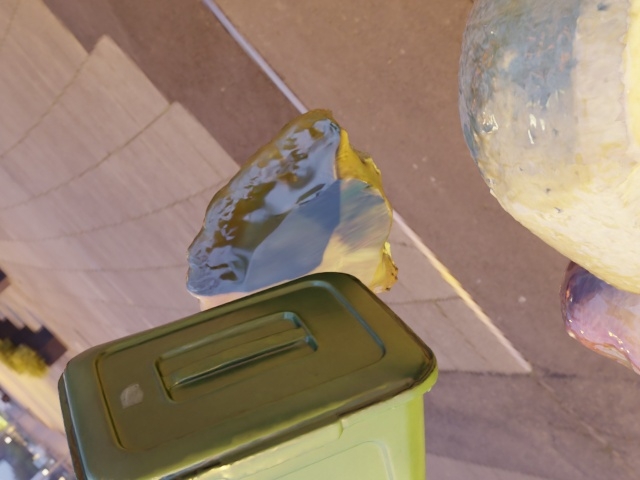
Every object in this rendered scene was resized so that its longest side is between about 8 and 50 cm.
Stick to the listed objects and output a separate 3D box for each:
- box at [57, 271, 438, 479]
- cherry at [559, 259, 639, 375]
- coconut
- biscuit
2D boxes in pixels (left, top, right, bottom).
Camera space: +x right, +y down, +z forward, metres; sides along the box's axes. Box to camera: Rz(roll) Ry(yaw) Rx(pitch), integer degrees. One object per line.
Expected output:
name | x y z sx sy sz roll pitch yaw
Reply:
box | -0.068 0.180 0.841 0.253 0.329 0.177 -133 30 -58
cherry | 0.420 0.056 1.045 0.206 0.239 0.239 26 173 -38
coconut | 0.305 -0.138 0.726 0.405 0.404 0.404 37 157 19
biscuit | 0.000 0.000 1.114 0.335 0.329 0.078 14 -149 -40
